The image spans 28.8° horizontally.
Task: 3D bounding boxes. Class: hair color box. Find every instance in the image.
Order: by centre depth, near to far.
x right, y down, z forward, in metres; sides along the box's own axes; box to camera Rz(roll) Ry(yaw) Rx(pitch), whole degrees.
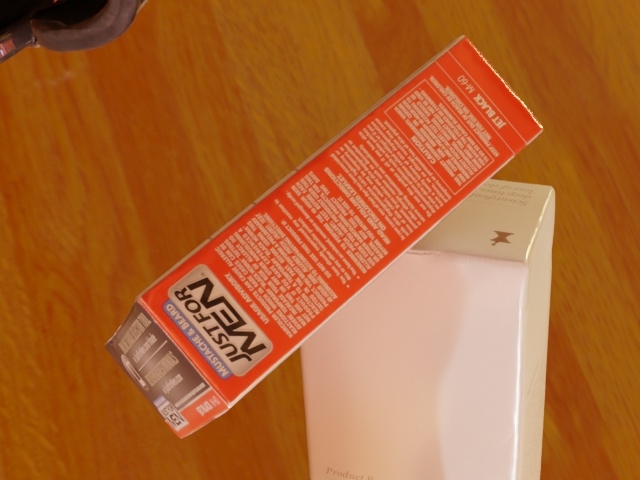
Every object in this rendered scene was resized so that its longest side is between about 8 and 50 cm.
[{"bbox_3d":[0.000,0.000,0.487,0.167,0.093,0.053,-39,89,-22],"label":"hair color box"}]

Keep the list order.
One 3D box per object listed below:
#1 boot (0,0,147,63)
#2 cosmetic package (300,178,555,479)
[{"bbox_3d":[-0.064,-0.159,0.443,0.223,0.338,0.118,-43,106,-11],"label":"boot"},{"bbox_3d":[0.057,0.080,0.653,0.117,0.231,0.085,8,32,17],"label":"cosmetic package"}]
